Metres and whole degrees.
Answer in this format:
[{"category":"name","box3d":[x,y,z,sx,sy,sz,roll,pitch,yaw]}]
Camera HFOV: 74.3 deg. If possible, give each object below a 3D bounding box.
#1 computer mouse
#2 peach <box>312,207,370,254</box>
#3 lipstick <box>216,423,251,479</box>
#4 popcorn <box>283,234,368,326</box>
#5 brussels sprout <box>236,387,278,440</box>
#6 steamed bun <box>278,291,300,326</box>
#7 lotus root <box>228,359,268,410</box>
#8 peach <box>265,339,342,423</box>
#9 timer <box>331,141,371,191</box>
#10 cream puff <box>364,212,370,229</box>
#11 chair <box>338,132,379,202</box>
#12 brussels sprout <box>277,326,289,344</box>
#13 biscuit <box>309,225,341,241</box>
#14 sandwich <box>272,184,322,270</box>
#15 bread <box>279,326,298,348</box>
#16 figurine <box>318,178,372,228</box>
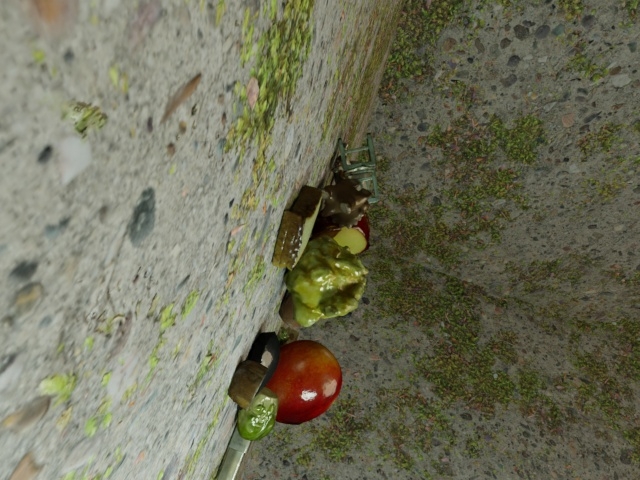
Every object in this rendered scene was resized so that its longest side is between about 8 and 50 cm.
[{"category":"computer mouse","box3d":[-0.192,0.421,1.361,0.168,0.087,0.295,-70,180,-60]},{"category":"peach","box3d":[0.077,-0.063,1.879,0.361,0.258,0.201,48,31,-57]},{"category":"lipstick","box3d":[-0.304,0.771,1.567,0.077,0.079,0.252,100,9,-65]},{"category":"popcorn","box3d":[0.018,0.128,1.470,0.275,0.278,0.335,-26,175,14]},{"category":"brussels sprout","box3d":[-0.226,0.617,1.509,0.180,0.144,0.161,-58,139,-10]},{"category":"steamed bun","box3d":[-0.104,0.253,1.709,0.175,0.107,0.144,-93,-160,-73]},{"category":"lotus root","box3d":[-0.201,0.397,1.164,0.122,0.081,0.112,-60,171,-72]},{"category":"peach","box3d":[-0.097,0.657,1.944,0.388,0.389,0.388,19,90,-86]},{"category":"timer","box3d":[0.121,-0.322,1.935,0.175,0.175,0.266,-70,158,-9]},{"category":"cream puff","box3d":[0.136,-0.054,2.180,0.303,0.212,0.302,-27,-128,41]},{"category":"chair","box3d":[0.159,-0.282,1.713,0.147,0.137,0.270,-42,124,-85]},{"category":"brussels sprout","box3d":[-0.179,0.457,2.001,0.085,0.058,0.085,-51,154,-37]},{"category":"biscuit","box3d":[-0.012,0.004,1.714,0.126,0.025,0.206,0,144,-45]},{"category":"sandwich","box3d":[-0.060,-0.034,1.144,0.214,0.065,0.186,-66,174,-58]},{"category":"bread","box3d":[-0.181,0.571,2.288,0.134,0.085,0.173,-71,177,-65]},{"category":"figurine","box3d":[0.085,-0.130,1.637,0.247,0.177,0.173,-44,163,-53]}]
